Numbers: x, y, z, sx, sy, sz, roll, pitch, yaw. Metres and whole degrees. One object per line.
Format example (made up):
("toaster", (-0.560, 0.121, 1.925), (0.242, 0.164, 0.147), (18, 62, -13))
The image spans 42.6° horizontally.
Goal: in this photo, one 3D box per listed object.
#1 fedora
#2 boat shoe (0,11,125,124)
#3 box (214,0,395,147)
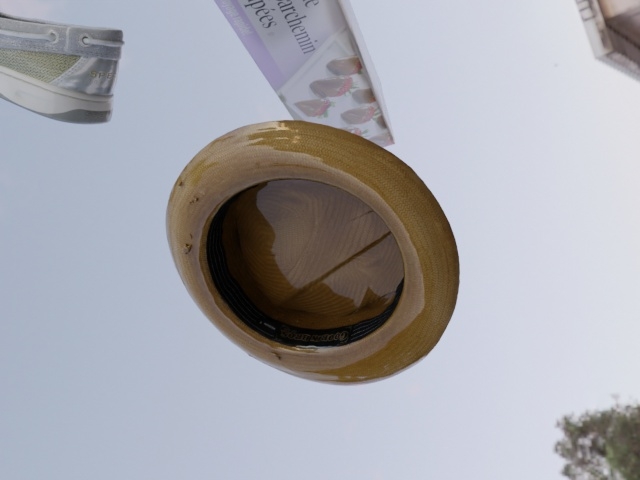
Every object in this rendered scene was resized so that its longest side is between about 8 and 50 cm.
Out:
("fedora", (0.000, 0.000, 0.510), (0.194, 0.194, 0.079), (60, -144, -18))
("boat shoe", (-0.341, -0.217, 0.831), (0.118, 0.320, 0.103), (-25, -42, -66))
("box", (-0.012, -0.138, 0.518), (0.324, 0.063, 0.067), (47, -152, -70))
